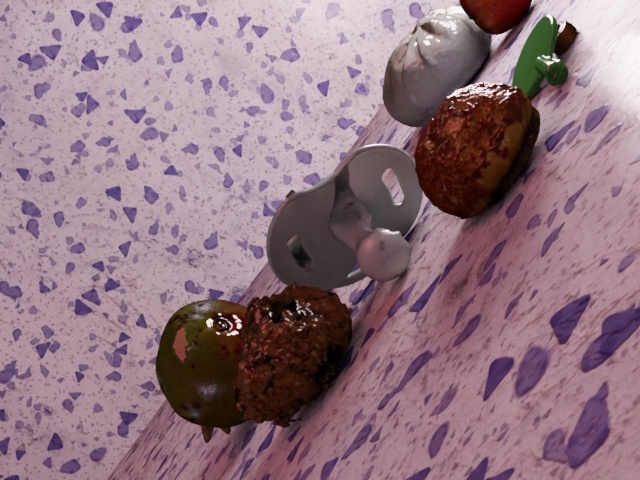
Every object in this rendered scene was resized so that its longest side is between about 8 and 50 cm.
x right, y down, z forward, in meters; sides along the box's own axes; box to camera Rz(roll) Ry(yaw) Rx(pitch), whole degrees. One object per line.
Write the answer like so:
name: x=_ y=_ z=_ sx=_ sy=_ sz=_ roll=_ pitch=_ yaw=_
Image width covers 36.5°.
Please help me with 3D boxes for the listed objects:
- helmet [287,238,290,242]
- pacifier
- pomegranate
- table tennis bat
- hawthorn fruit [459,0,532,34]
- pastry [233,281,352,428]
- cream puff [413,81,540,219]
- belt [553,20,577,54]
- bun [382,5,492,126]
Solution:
helmet: x=0.000 y=0.000 z=2.329 sx=0.279 sy=0.160 sz=0.230 roll=-54 pitch=9 yaw=-8
pacifier: x=0.077 y=-0.005 z=1.808 sx=0.343 sy=0.288 sz=0.269 roll=-35 pitch=41 yaw=-4
pomegranate: x=-0.246 y=0.284 z=2.131 sx=0.323 sy=0.290 sz=0.291 roll=-47 pitch=10 yaw=42
table tennis bat: x=0.388 y=-0.313 z=1.708 sx=0.257 sy=0.039 sz=0.160 roll=-91 pitch=19 yaw=-71
hawthorn fruit: x=0.431 y=-0.590 z=2.314 sx=0.188 sy=0.169 sz=0.169 roll=-37 pitch=12 yaw=14
pastry: x=-0.068 y=0.194 z=1.729 sx=0.275 sy=0.193 sz=0.275 roll=-53 pitch=9 yaw=12
cream puff: x=0.240 y=-0.150 z=1.531 sx=0.240 sy=0.164 sz=0.240 roll=-48 pitch=13 yaw=14
belt: x=0.434 y=-0.370 z=1.759 sx=0.059 sy=0.036 sz=0.083 roll=-51 pitch=10 yaw=17
bun: x=0.280 y=-0.450 z=2.482 sx=0.354 sy=0.194 sz=0.354 roll=-51 pitch=7 yaw=9
